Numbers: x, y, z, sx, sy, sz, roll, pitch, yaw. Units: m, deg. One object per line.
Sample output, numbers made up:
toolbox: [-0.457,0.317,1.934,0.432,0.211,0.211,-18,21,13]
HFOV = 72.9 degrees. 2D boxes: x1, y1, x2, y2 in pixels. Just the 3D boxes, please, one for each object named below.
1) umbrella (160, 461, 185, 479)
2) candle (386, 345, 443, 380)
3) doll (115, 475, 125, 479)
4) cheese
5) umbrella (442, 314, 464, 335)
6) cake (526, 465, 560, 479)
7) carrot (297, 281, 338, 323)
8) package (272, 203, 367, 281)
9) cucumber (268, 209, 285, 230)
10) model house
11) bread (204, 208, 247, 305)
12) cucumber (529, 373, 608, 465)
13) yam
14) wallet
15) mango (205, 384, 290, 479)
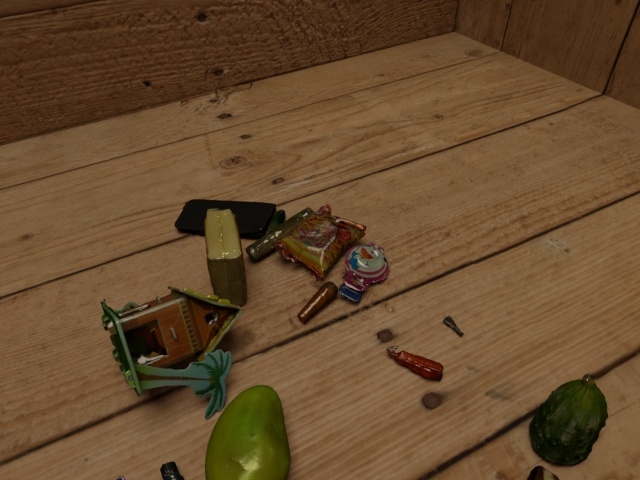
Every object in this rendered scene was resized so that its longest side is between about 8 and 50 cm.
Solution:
umbrella: [-0.299,0.579,0.940,0.080,0.071,0.224,1,29,-36]
candle: [0.251,0.328,1.168,0.162,0.048,0.053,18,65,23]
doll: [-0.483,0.613,0.925,0.109,0.067,0.206,22,59,7]
cheese: [0.139,0.096,1.409,0.155,0.062,0.244,27,54,12]
umbrella: [0.386,0.247,1.264,0.031,0.020,0.083,-22,51,-17]
cake: [0.439,0.590,0.876,0.112,0.135,0.246,32,24,19]
carrot: [-0.008,0.189,1.341,0.055,0.055,0.161,29,55,31]
package: [0.005,0.004,1.502,0.223,0.108,0.288,34,62,28]
cucumber: [-0.161,-0.083,1.647,0.048,0.048,0.105,7,44,13]
model house: [-0.385,0.287,1.194,0.323,0.340,0.300,-19,11,-30]
bread: [-0.301,0.055,1.381,0.111,0.239,0.246,-7,44,-11]
cucumber: [0.553,0.378,0.949,0.134,0.244,0.134,-2,37,1]
yam: [-0.135,-0.027,1.573,0.317,0.067,0.071,-36,64,-27]
wallet: [-0.370,-0.090,1.676,0.377,0.051,0.197,4,43,12]
mango: [-0.166,0.470,0.984,0.185,0.149,0.273,-16,38,-2]
